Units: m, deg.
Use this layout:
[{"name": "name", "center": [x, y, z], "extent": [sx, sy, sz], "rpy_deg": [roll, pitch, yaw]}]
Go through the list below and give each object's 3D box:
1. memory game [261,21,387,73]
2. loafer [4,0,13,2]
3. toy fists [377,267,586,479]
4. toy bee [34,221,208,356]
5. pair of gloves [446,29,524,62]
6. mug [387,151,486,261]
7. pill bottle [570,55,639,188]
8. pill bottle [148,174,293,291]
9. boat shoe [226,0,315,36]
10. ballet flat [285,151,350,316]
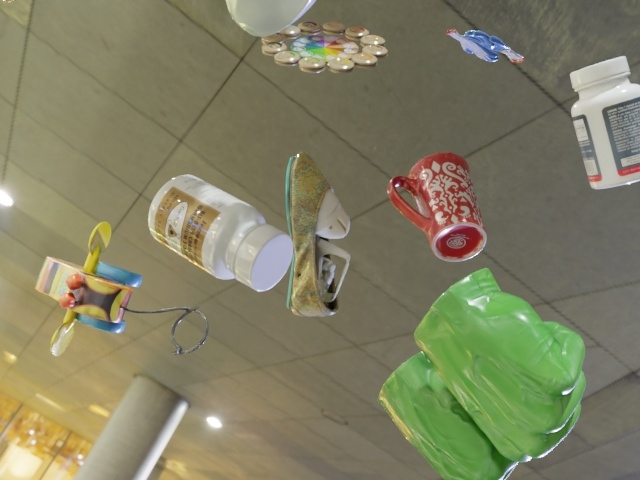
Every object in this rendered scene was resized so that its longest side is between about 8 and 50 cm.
[{"name": "memory game", "center": [0.006, -0.281, 0.974], "extent": [0.186, 0.186, 0.012], "rpy_deg": [18, 129, 20]}, {"name": "loafer", "center": [-0.380, -0.452, 0.807], "extent": [0.112, 0.320, 0.111], "rpy_deg": [6, -179, 43]}, {"name": "toy fists", "center": [0.149, 0.144, 0.626], "extent": [0.142, 0.096, 0.279], "rpy_deg": [53, 152, 23]}, {"name": "toy bee", "center": [-0.326, 0.065, 0.979], "extent": [0.298, 0.195, 0.162], "rpy_deg": [-8, 161, 27]}, {"name": "pair of gloves", "center": [0.398, -0.477, 1.669], "extent": [0.159, 0.023, 0.198], "rpy_deg": [23, -174, -23]}, {"name": "mug", "center": [0.201, -0.050, 1.158], "extent": [0.150, 0.169, 0.113], "rpy_deg": [-14, 135, 7]}, {"name": "pill bottle", "center": [0.441, -0.177, 1.021], "extent": [0.108, 0.108, 0.180], "rpy_deg": [-11, 98, 51]}, {"name": "pill bottle", "center": [-0.163, -0.010, 1.119], "extent": [0.229, 0.131, 0.131], "rpy_deg": [27, 155, 29]}, {"name": "boat shoe", "center": [0.002, -0.341, 0.679], "extent": [0.113, 0.105, 0.306], "rpy_deg": [40, 132, 8]}, {"name": "ballet flat", "center": [0.000, 0.000, 1.244], "extent": [0.123, 0.123, 0.349], "rpy_deg": [17, 127, 22]}]
